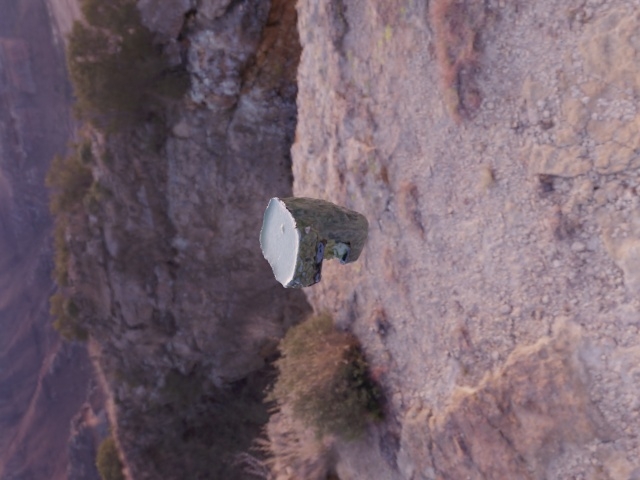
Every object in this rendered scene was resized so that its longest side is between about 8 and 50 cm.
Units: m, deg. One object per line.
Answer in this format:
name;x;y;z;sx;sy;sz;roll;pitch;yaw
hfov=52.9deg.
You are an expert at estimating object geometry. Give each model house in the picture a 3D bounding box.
model house;0.000;0.000;0.558;0.078;0.083;0.066;50;132;49
